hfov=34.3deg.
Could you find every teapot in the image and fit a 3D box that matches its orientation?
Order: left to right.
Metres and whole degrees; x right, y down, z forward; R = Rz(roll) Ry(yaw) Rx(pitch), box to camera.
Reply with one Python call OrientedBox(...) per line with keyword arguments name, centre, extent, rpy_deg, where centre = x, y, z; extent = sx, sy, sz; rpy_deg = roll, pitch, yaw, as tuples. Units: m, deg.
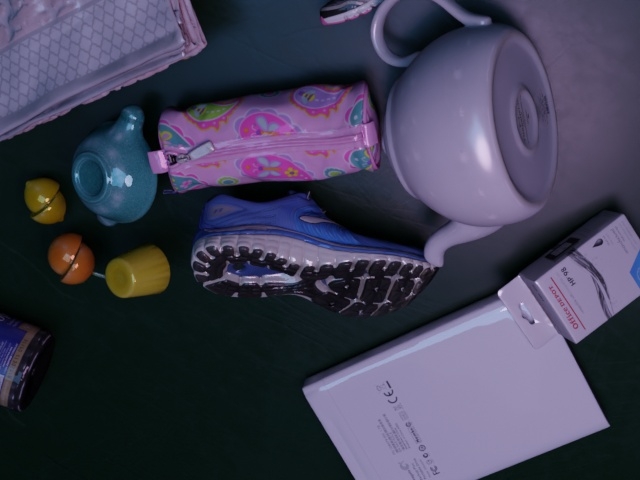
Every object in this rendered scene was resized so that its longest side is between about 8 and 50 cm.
OrientedBox(name="teapot", centre=(0.157, -0.135, 1.228), extent=(0.187, 0.256, 0.252), rpy_deg=(-5, 152, 33))

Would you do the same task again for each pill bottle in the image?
OrientedBox(name="pill bottle", centre=(-0.496, 0.148, 1.447), extent=(0.219, 0.123, 0.122), rpy_deg=(21, 110, -1))

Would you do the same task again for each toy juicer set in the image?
OrientedBox(name="toy juicer set", centre=(-0.299, -0.090, 1.362), extent=(0.209, 0.089, 0.328), rpy_deg=(3, 103, 34))

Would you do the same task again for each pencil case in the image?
OrientedBox(name="pencil case", centre=(-0.067, -0.127, 1.302), extent=(0.284, 0.124, 0.124), rpy_deg=(-5, 109, 8))

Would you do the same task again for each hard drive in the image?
OrientedBox(name="hard drive", centre=(0.185, 0.223, 1.434), extent=(0.353, 0.047, 0.233), rpy_deg=(-26, 104, 15))

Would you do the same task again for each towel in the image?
OrientedBox(name="towel", centre=(-0.330, -0.314, 1.241), extent=(0.332, 0.053, 0.316), rpy_deg=(-20, 92, 24))

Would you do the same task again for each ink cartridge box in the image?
OrientedBox(name="ink cartridge box", centre=(0.330, 0.056, 1.320), extent=(0.180, 0.060, 0.104), rpy_deg=(-37, 103, -4))

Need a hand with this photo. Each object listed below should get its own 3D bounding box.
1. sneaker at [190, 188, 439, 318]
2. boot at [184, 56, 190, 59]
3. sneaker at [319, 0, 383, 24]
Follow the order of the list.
OrientedBox(name="sneaker", centre=(0.000, 0.000, 1.330), extent=(0.330, 0.147, 0.129), rpy_deg=(12, 139, -19))
OrientedBox(name="boot", centre=(-0.209, -0.339, 1.263), extent=(0.213, 0.077, 0.165), rpy_deg=(40, 109, 0))
OrientedBox(name="sneaker", centre=(0.064, -0.324, 1.247), extent=(0.170, 0.063, 0.074), rpy_deg=(-31, 103, 11))
